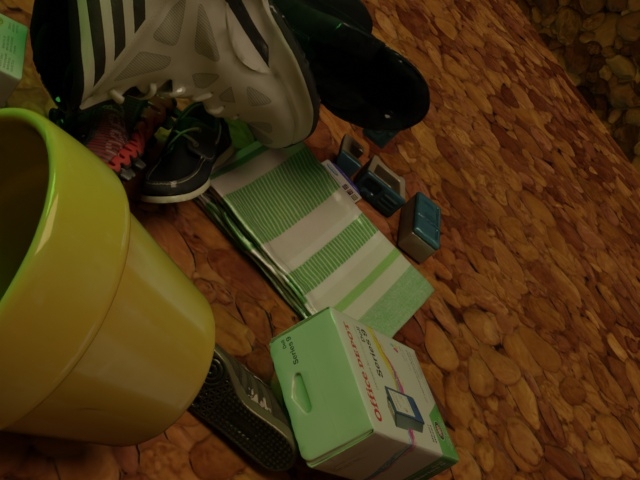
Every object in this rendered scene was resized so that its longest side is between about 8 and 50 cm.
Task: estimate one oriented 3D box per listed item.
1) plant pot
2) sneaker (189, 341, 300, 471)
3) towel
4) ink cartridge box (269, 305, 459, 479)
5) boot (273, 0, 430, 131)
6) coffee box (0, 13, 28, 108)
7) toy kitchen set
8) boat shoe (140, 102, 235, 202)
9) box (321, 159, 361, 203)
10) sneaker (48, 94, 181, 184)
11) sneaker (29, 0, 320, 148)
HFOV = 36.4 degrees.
[{"bbox_3d":[-0.224,0.058,0.810,0.239,0.254,0.254,39,27,-45],"label":"plant pot"},{"bbox_3d":[-0.093,0.162,1.022,0.188,0.066,0.071,50,13,-5],"label":"sneaker"},{"bbox_3d":[0.000,0.000,1.303,0.325,0.038,0.248,48,38,1],"label":"towel"},{"bbox_3d":[0.050,0.182,1.084,0.212,0.093,0.154,31,32,-51],"label":"ink cartridge box"},{"bbox_3d":[0.029,-0.290,1.435,0.367,0.146,0.445,10,20,-37],"label":"boot"},{"bbox_3d":[-0.425,-0.189,0.920,0.246,0.141,0.098,26,36,-33],"label":"coffee box"},{"bbox_3d":[0.138,-0.103,1.496,0.207,0.166,0.122,37,31,-16],"label":"toy kitchen set"},{"bbox_3d":[-0.167,-0.109,1.186,0.233,0.084,0.079,-67,155,-61],"label":"boat shoe"},{"bbox_3d":[0.009,-0.072,1.437,0.081,0.028,0.136,49,28,3],"label":"box"},{"bbox_3d":[-0.255,-0.119,1.094,0.135,0.097,0.276,39,29,-15],"label":"sneaker"},{"bbox_3d":[-0.168,-0.203,1.065,0.169,0.257,0.447,50,-8,31],"label":"sneaker"}]
